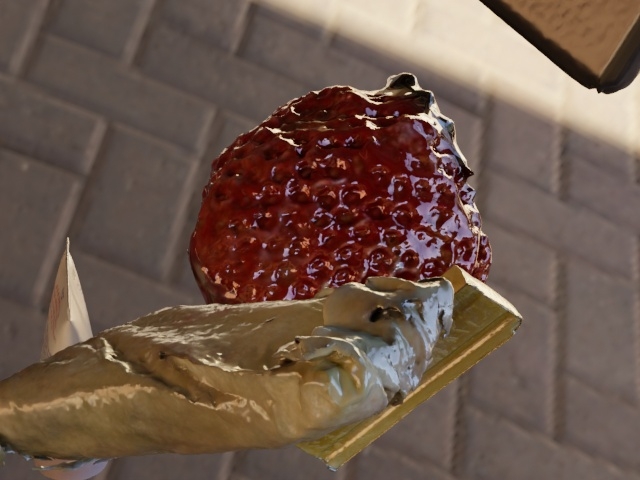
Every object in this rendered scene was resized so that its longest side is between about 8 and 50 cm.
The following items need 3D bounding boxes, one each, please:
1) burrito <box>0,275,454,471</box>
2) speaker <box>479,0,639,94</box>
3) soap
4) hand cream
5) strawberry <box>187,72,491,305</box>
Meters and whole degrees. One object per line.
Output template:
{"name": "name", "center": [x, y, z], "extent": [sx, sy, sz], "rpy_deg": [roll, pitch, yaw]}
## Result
{"name": "burrito", "center": [-0.072, 0.099, 1.377], "extent": [0.175, 0.348, 0.107], "rpy_deg": [-22, 98, -60]}
{"name": "speaker", "center": [0.304, -0.313, 1.510], "extent": [0.180, 0.388, 0.184], "rpy_deg": [44, 25, 28]}
{"name": "soap", "center": [0.072, 0.123, 1.800], "extent": [0.092, 0.252, 0.037], "rpy_deg": [35, 24, -36]}
{"name": "hand cream", "center": [-0.263, 0.132, 1.990], "extent": [0.083, 0.247, 0.133], "rpy_deg": [-2, 35, -10]}
{"name": "strawberry", "center": [0.004, -0.002, 1.890], "extent": [0.310, 0.291, 0.291], "rpy_deg": [-20, 48, -15]}
